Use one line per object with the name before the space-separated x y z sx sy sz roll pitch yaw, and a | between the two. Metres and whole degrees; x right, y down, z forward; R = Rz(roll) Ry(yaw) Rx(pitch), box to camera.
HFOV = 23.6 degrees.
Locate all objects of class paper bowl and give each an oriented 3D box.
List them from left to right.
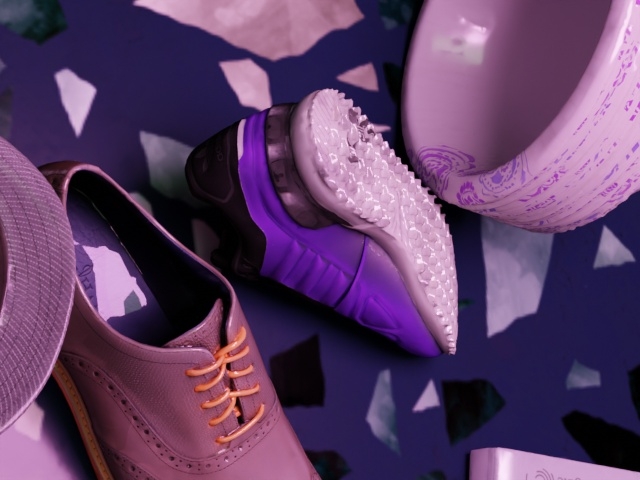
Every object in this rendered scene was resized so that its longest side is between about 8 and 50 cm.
paper bowl | 0.197 -0.142 1.178 0.148 0.284 0.284 21 67 -27

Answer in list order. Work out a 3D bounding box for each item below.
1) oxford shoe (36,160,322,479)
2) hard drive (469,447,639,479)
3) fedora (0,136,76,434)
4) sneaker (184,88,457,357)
oxford shoe | -0.090 0.105 1.019 0.364 0.133 0.130 51 56 -11
hard drive | 0.213 0.354 1.200 0.233 0.047 0.353 14 70 -29
fedora | -0.296 0.027 0.913 0.275 0.124 0.244 14 68 -20
sneaker | 0.000 -0.001 1.123 0.293 0.146 0.102 51 33 -47
